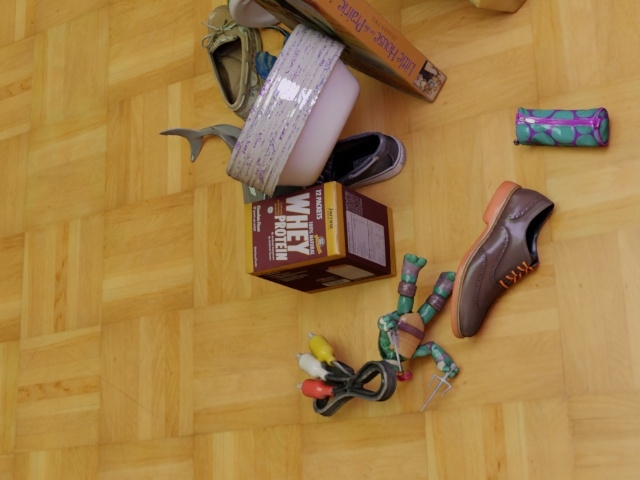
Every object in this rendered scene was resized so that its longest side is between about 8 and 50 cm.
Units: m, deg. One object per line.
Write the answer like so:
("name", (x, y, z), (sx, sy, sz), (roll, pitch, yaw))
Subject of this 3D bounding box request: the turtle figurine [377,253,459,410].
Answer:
("turtle figurine", (0.148, 0.150, 1.753), (0.118, 0.175, 0.234), (5, 72, 53))

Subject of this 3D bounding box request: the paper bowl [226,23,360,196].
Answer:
("paper bowl", (-0.034, -0.206, 1.775), (0.148, 0.284, 0.284), (27, 94, -1))

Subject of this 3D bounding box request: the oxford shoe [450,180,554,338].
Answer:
("oxford shoe", (0.291, 0.040, 1.715), (0.098, 0.097, 0.271), (22, 90, 30))

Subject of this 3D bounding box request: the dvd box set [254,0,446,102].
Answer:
("dvd box set", (0.003, -0.387, 1.818), (0.307, 0.420, 0.062), (31, 93, 35))

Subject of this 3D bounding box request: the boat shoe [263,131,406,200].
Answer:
("boat shoe", (0.006, -0.123, 1.941), (0.301, 0.102, 0.108), (-18, 68, 29))

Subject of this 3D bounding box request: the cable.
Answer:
("cable", (0.031, 0.243, 1.787), (0.287, 0.072, 0.139), (-170, 90, -68))

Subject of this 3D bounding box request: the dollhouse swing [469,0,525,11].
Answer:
("dollhouse swing", (0.213, -0.598, 1.806), (0.315, 0.305, 0.347), (-50, 55, 13))

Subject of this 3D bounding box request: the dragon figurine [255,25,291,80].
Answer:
("dragon figurine", (-0.065, -0.335, 2.019), (0.085, 0.144, 0.289), (-30, 63, 24))

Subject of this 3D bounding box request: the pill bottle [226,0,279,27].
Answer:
("pill bottle", (-0.141, -0.564, 2.135), (0.136, 0.136, 0.245), (-28, 64, 25))

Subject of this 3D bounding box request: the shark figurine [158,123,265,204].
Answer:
("shark figurine", (-0.184, -0.188, 2.083), (0.278, 0.116, 0.166), (40, 99, 33))

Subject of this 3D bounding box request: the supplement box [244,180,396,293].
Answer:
("supplement box", (0.000, 0.000, 1.856), (0.191, 0.194, 0.129), (-13, 70, 31))

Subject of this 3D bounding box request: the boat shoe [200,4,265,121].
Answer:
("boat shoe", (-0.175, -0.370, 2.136), (0.104, 0.089, 0.285), (-34, 61, 23))

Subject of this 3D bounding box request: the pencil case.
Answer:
("pencil case", (0.390, -0.184, 1.720), (0.152, 0.070, 0.064), (4, 80, 34))
